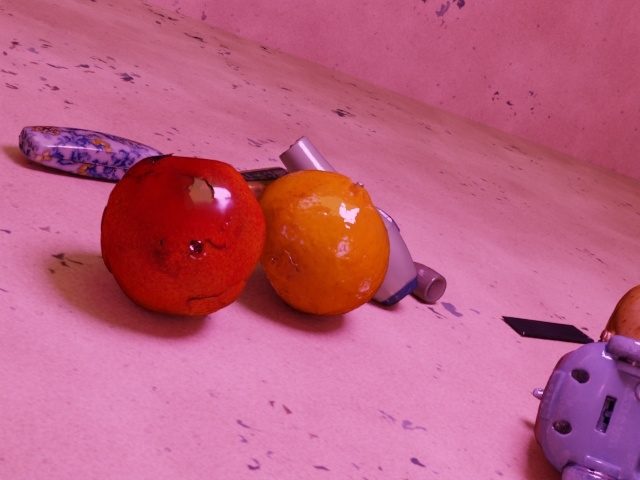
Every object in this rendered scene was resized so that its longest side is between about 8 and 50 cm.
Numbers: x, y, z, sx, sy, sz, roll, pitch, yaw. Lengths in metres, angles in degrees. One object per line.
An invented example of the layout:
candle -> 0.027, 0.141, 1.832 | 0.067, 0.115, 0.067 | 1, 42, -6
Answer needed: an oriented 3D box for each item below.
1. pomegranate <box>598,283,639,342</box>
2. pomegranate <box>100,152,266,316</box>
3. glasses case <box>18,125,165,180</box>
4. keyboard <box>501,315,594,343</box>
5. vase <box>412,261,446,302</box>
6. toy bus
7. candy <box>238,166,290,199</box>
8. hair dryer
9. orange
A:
pomegranate -> 0.561, 0.171, 1.682 | 0.215, 0.215, 0.215 | 21, 18, -8
pomegranate -> -0.168, -0.004, 1.275 | 0.210, 0.210, 0.235 | 28, -8, 14
glasses case -> -0.356, -0.138, 1.619 | 0.248, 0.065, 0.087 | 5, 24, -42
keyboard -> 0.410, 0.160, 1.820 | 0.198, 0.010, 0.063 | 10, 21, -37
vase -> 0.162, 0.061, 1.726 | 0.053, 0.053, 0.101 | 5, 22, -44
toy bus -> 0.414, 0.244, 1.306 | 0.294, 0.197, 0.232 | 19, -5, -2
candy -> -0.121, -0.063, 1.654 | 0.143, 0.101, 0.271 | 35, 25, 35
hair dryer -> 0.030, -0.055, 1.667 | 0.296, 0.119, 0.298 | 52, 4, -24
orange -> 0.000, 0.003, 1.446 | 0.219, 0.193, 0.219 | 51, 17, -23
